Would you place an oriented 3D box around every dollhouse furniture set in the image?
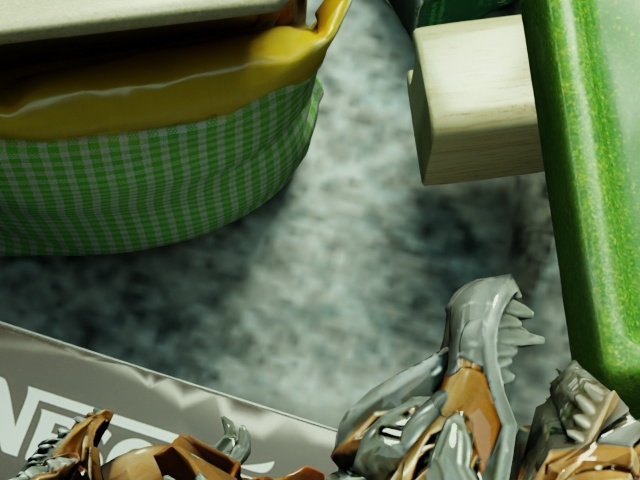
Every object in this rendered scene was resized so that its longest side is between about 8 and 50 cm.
[{"bbox_3d":[0.000,0.000,0.498,0.301,0.197,0.151,-7,73,-4],"label":"dollhouse furniture set"}]

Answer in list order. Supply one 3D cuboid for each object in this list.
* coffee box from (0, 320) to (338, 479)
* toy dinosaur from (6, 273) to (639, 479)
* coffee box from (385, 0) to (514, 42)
[{"bbox_3d":[0.009,0.150,0.480,0.297,0.119,0.168,18,74,7],"label":"coffee box"},{"bbox_3d":[-0.084,0.112,0.359,0.322,0.164,0.218,-40,91,-20],"label":"toy dinosaur"},{"bbox_3d":[0.091,-0.161,0.639,0.184,0.040,0.113,-25,71,-9],"label":"coffee box"}]
